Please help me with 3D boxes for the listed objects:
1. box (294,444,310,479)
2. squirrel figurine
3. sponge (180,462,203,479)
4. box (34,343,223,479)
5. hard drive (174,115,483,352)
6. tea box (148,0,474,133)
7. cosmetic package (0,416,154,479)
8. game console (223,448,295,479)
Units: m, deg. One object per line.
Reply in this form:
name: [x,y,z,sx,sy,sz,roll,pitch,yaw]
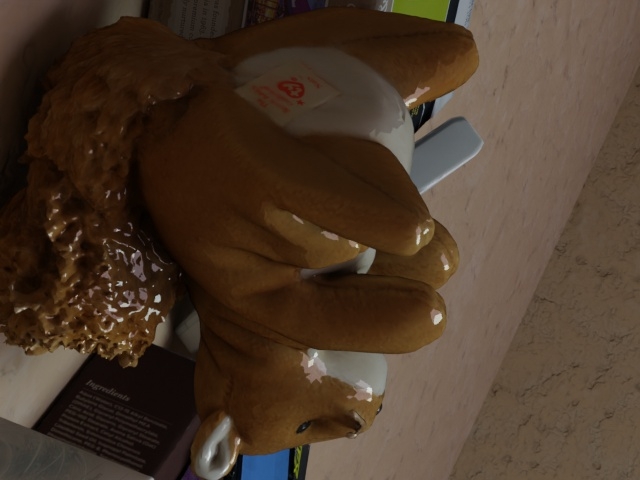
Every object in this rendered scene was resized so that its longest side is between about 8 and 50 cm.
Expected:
box: [-0.054,0.240,1.978,0.216,0.060,0.270,73,25,-71]
squirrel figurine: [-0.082,0.013,1.500,0.281,0.397,0.370,-83,-177,-49]
sponge: [-0.156,0.324,1.704,0.210,0.031,0.117,-58,162,-34]
box: [-0.233,0.289,1.707,0.191,0.143,0.381,94,21,-44]
hard drive: [0.000,0.000,1.859,0.233,0.047,0.353,-35,179,-30]
tea box: [0.008,-0.258,1.676,0.323,0.220,0.329,-45,150,-57]
cosmetic package: [-0.280,0.236,1.334,0.224,0.225,0.138,-37,142,-62]
game console: [-0.059,0.208,1.774,0.107,0.071,0.122,96,-3,-52]
